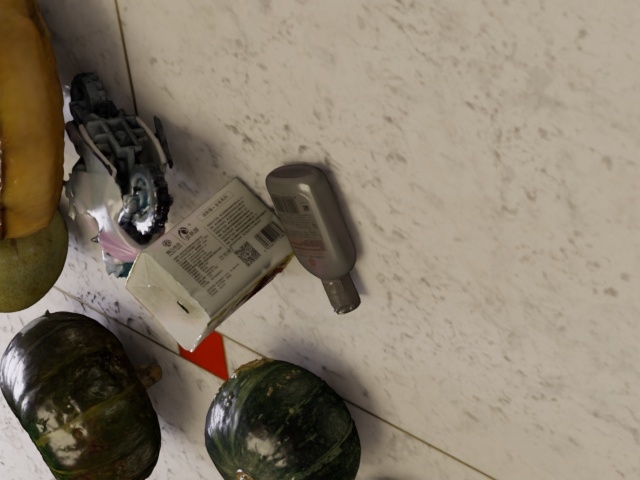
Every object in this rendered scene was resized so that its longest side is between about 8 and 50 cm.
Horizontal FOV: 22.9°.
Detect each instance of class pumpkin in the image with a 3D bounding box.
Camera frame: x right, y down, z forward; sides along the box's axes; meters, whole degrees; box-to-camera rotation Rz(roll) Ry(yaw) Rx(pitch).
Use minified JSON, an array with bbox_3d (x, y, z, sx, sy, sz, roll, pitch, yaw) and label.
[{"bbox_3d":[-0.291,0.207,2.031,0.260,0.189,0.260,53,167,18],"label":"pumpkin"},{"bbox_3d":[-0.043,0.220,1.779,0.190,0.146,0.190,15,134,17],"label":"pumpkin"}]

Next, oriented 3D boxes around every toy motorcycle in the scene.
[{"bbox_3d":[-0.230,-0.049,1.740,0.239,0.108,0.204,-107,21,-47],"label":"toy motorcycle"}]

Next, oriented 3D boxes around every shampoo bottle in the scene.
[{"bbox_3d":[0.000,0.000,1.619,0.080,0.040,0.165,4,126,45],"label":"shampoo bottle"}]

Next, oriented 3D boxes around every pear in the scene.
[{"bbox_3d":[-0.396,0.004,1.959,0.167,0.167,0.136,49,152,1],"label":"pear"}]

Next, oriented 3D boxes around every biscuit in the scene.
[{"bbox_3d":[-0.341,-0.147,1.732,0.296,0.102,0.296,173,90,-72],"label":"biscuit"}]

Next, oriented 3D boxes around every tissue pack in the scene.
[{"bbox_3d":[-0.115,0.025,1.674,0.106,0.149,0.099,44,145,8],"label":"tissue pack"}]
